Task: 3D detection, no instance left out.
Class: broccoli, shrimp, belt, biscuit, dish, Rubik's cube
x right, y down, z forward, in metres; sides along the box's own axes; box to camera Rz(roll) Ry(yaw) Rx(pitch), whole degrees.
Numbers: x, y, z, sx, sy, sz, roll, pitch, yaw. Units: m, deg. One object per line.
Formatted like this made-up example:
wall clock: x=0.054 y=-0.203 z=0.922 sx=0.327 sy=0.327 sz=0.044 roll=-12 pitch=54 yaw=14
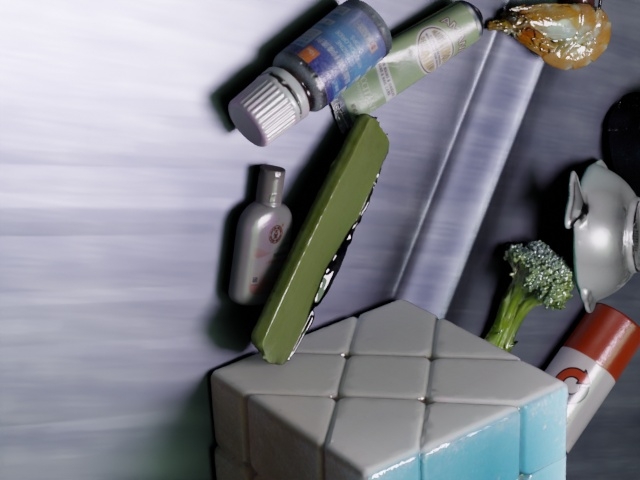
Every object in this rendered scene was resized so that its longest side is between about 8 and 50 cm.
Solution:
broccoli: x=0.275 y=0.098 z=2.026 sx=0.118 sy=0.122 sz=0.204 roll=19 pitch=108 yaw=-28
shrimp: x=0.302 y=-0.272 z=1.902 sx=0.184 sy=0.043 sz=0.091 roll=8 pitch=110 yaw=-24
belt: x=0.498 y=-0.131 z=2.109 sx=0.198 sy=0.078 sz=0.151 roll=48 pitch=63 yaw=-31
biscuit: x=0.000 y=0.000 z=1.751 sx=0.322 sy=0.038 sz=0.099 roll=-64 pitch=152 yaw=-11
dish: x=0.407 y=-0.014 z=2.029 sx=0.246 sy=0.078 sz=0.224 roll=41 pitch=55 yaw=-60
Rubik's cube: x=0.084 y=0.299 z=1.781 sx=0.322 sy=0.319 sz=0.315 roll=-18 pitch=119 yaw=-33

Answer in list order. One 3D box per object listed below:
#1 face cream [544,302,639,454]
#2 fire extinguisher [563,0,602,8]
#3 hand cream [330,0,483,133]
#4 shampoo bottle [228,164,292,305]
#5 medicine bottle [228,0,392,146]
face cream: x=0.382 y=0.202 z=2.144 sx=0.214 sy=0.096 sz=0.096 roll=-53 pitch=132 yaw=-11
fire extinguisher: x=0.346 y=-0.337 z=1.938 sx=0.064 sy=0.043 sz=0.158 roll=-3 pitch=114 yaw=-4
hand cream: x=0.108 y=-0.223 z=1.782 sx=0.235 sy=0.055 sz=0.086 roll=-33 pitch=125 yaw=-18
shampoo bottle: x=-0.067 y=-0.007 z=1.722 sx=0.080 sy=0.040 sz=0.165 roll=-6 pitch=111 yaw=-44
medicine bottle: x=-0.013 y=-0.190 z=1.669 sx=0.203 sy=0.083 sz=0.083 roll=-41 pitch=128 yaw=-19
